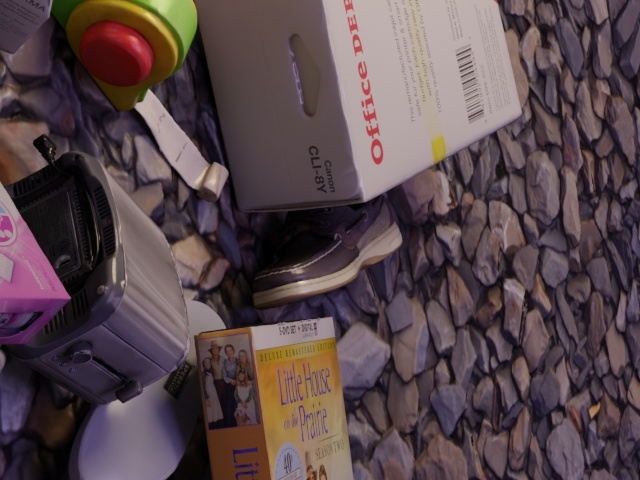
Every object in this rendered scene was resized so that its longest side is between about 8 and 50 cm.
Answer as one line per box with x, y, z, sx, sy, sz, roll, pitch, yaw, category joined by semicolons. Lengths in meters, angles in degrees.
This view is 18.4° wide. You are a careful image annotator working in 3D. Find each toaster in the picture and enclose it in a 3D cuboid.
-0.199;0.032;1.693;0.146;0.129;0.227;48;18;-48;toaster

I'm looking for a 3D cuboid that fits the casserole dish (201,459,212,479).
-0.070;0.252;1.966;0.114;0.037;0.188;54;43;-37;casserole dish

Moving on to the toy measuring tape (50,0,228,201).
-0.143;-0.159;1.852;0.330;0.121;0.121;55;42;-38;toy measuring tape

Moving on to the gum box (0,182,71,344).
-0.287;-0.001;1.556;0.107;0.062;0.188;3;48;-58;gum box

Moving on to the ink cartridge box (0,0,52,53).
-0.214;-0.285;1.659;0.066;0.232;0.189;27;60;-26;ink cartridge box

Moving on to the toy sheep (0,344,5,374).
-0.299;0.090;1.589;0.132;0.091;0.091;62;38;-23;toy sheep

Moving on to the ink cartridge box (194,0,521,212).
0.043;-0.212;2.109;0.384;0.160;0.279;-28;109;-56;ink cartridge box

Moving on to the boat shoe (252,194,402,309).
0.000;0.000;2.068;0.285;0.103;0.092;-30;105;-60;boat shoe

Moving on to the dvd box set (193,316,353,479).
-0.022;0.285;1.859;0.307;0.062;0.420;5;77;-76;dvd box set

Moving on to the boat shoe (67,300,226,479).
-0.164;0.159;1.786;0.095;0.084;0.258;48;39;-8;boat shoe
